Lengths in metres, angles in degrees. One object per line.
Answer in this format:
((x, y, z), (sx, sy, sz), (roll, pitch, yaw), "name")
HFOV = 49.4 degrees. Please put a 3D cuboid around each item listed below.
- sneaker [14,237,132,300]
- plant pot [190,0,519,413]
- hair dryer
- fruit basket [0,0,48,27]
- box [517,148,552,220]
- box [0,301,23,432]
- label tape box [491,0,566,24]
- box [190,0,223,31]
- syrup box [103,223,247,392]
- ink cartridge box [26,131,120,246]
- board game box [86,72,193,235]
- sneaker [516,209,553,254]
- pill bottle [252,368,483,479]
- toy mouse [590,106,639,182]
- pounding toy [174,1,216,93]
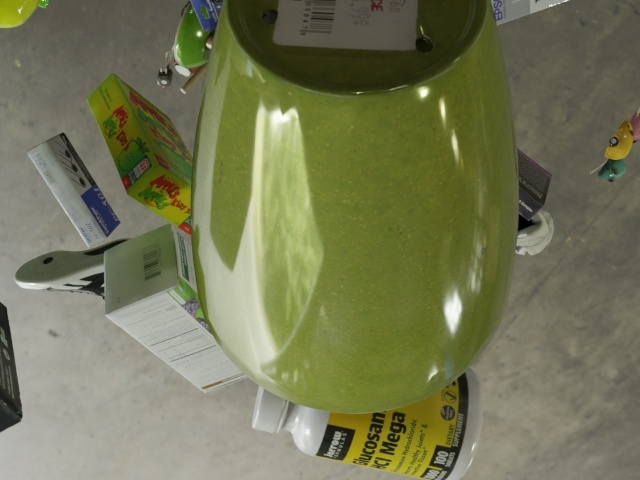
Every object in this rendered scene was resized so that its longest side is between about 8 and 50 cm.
((-0.393, 0.077, 1.180), (0.216, 0.079, 0.121), (-11, 131, 5), "sneaker")
((0.022, -0.054, 0.482), (0.274, 0.275, 0.293), (-15, 152, -6), "plant pot")
((-0.322, -0.522, 1.797), (0.080, 0.293, 0.224), (26, 120, -10), "hair dryer")
((-0.569, -0.381, 0.916), (0.392, 0.392, 0.283), (-12, 149, -8), "fruit basket")
((0.226, -0.090, 0.853), (0.116, 0.162, 0.029), (40, 116, 5), "box")
((-0.491, 0.089, 0.570), (0.343, 0.179, 0.313), (-28, 132, -9), "box")
((0.274, -0.457, 1.018), (0.347, 0.115, 0.249), (-20, 135, 0), "label tape box")
((-0.118, -0.433, 1.286), (0.225, 0.037, 0.136), (-13, 168, 1), "box")
((-0.162, 0.092, 0.861), (0.096, 0.093, 0.237), (-22, 142, 9), "syrup box")
((-0.466, -0.098, 1.329), (0.046, 0.097, 0.207), (-25, 107, 9), "ink cartridge box")
((-0.174, -0.091, 0.719), (0.043, 0.181, 0.092), (-42, 138, 9), "board game box")
((0.248, -0.053, 1.185), (0.292, 0.118, 0.110), (12, 91, 18), "sneaker")
((0.069, 0.259, 1.102), (0.333, 0.188, 0.188), (13, 121, -5), "pill bottle")
((0.483, -0.145, 1.106), (0.161, 0.031, 0.143), (-58, 155, -2), "toy mouse")
((-0.244, -0.451, 1.615), (0.110, 0.183, 0.237), (26, 154, 6), "pounding toy")
